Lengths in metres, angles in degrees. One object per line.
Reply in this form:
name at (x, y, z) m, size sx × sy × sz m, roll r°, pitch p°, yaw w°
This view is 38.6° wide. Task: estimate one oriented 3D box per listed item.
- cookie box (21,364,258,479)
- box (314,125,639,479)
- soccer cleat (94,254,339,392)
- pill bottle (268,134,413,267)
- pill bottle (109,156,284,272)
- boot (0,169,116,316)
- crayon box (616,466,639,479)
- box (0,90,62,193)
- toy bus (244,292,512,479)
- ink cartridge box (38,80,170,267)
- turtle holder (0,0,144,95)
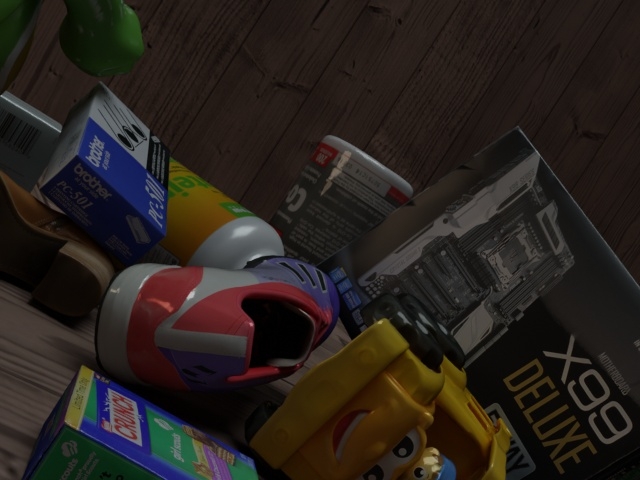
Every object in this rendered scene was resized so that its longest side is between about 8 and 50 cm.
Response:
cookie box at (-0.082, 0.112, 0.437) m, size 0.107 × 0.040 × 0.092 m, roll 32°, pitch 2°, yaw -13°
box at (0.166, 0.086, 0.825) m, size 0.076 × 0.242 × 0.307 m, roll 37°, pitch 21°, yaw -58°
soccer cleat at (-0.039, 0.069, 0.715) m, size 0.116 × 0.109 × 0.318 m, roll 9°, pitch 1°, yaw 24°
pill bottle at (0.000, 0.000, 1.371) m, size 0.161 × 0.283 × 0.161 m, roll 33°, pitch 1°, yaw -1°
pill bottle at (-0.124, 0.016, 0.932) m, size 0.245 × 0.136 × 0.136 m, roll 34°, pitch 1°, yaw 28°
boot at (-0.246, -0.016, 0.729) m, size 0.197 × 0.073 × 0.152 m, roll 45°, pitch 0°, yaw -12°
crayon box at (0.242, 0.217, 0.864) m, size 0.083 × 0.203 × 0.323 m, roll 32°, pitch 2°, yaw -42°
box at (-0.338, -0.101, 0.959) m, size 0.101 × 0.102 × 0.087 m, roll 32°, pitch 3°, yaw -24°
toy bus at (0.071, 0.161, 0.675) m, size 0.211 × 0.149 × 0.220 m, roll 49°, pitch 7°, yaw 13°
ink cartridge box at (-0.181, -0.064, 0.798) m, size 0.097 × 0.046 × 0.207 m, roll 46°, pitch 12°, yaw -24°
turtle holder at (-0.340, -0.212, 0.779) m, size 0.243 × 0.320 × 0.227 m, roll 52°, pitch -30°, yaw 20°
